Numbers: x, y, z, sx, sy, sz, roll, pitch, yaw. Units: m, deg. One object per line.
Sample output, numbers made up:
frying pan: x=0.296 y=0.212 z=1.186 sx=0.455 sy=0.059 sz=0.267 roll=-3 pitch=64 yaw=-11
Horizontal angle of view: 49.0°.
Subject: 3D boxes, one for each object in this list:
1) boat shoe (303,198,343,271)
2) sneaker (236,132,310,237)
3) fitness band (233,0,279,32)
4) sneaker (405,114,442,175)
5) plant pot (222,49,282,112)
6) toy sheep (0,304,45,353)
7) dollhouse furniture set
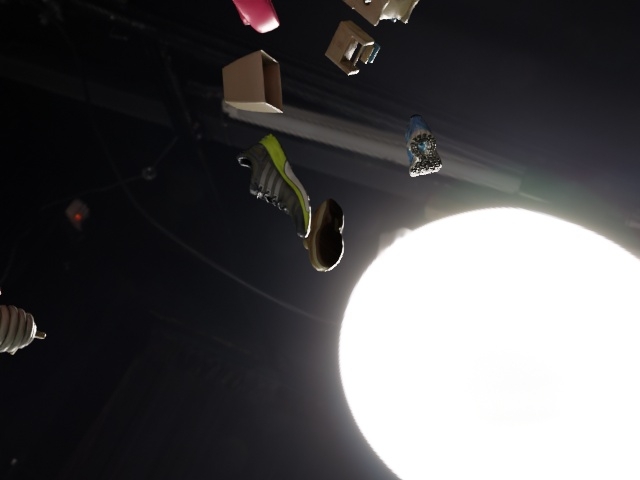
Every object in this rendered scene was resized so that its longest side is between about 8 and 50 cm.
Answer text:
boat shoe: x=0.000 y=0.000 z=1.323 sx=0.072 sy=0.190 sz=0.068 roll=-31 pitch=-66 yaw=27
sneaker: x=-0.115 y=-0.127 z=1.800 sx=0.300 sy=0.121 sz=0.111 roll=61 pitch=-11 yaw=22
fitness band: x=-0.136 y=-0.428 z=1.001 sx=0.209 sy=0.054 sz=0.291 roll=53 pitch=13 yaw=-76
sneaker: x=0.193 y=-0.181 z=1.332 sx=0.063 sy=0.073 sz=0.162 roll=-11 pitch=-27 yaw=3
plant pot: x=-0.145 y=-0.323 z=1.465 sx=0.096 sy=0.109 sz=0.109 roll=-5 pitch=-2 yaw=17
toy sheep: x=-0.550 y=0.157 z=1.237 sx=0.091 sy=0.091 sz=0.132 roll=-4 pitch=-15 yaw=45
dollhouse furniture set: x=0.091 y=-0.475 z=1.500 sx=0.129 sy=0.129 sz=0.184 roll=45 pitch=-51 yaw=18
